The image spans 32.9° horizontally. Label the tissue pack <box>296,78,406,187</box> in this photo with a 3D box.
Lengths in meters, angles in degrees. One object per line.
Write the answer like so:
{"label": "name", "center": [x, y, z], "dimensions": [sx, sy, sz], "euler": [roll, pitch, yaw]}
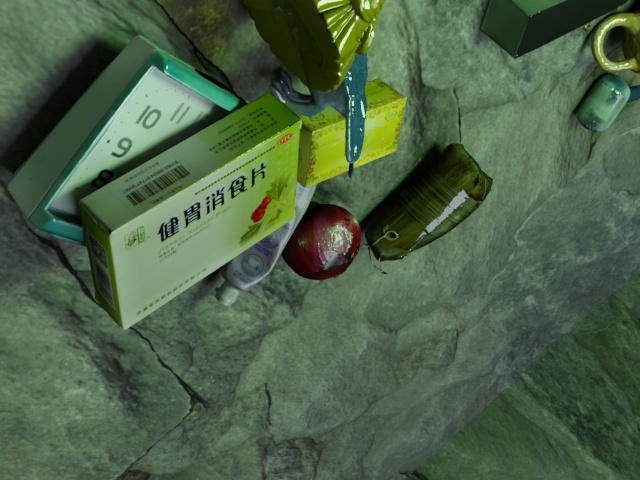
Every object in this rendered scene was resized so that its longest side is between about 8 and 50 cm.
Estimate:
{"label": "tissue pack", "center": [0.032, -0.150, 1.506], "dimensions": [0.176, 0.062, 0.095], "euler": [-24, 140, -35]}

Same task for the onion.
{"label": "onion", "center": [0.000, 0.000, 1.655], "dimensions": [0.131, 0.131, 0.131], "euler": [-33, 154, -19]}

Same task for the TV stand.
{"label": "TV stand", "center": [0.373, -0.373, 1.635], "dimensions": [0.269, 0.083, 0.088], "euler": [-30, 151, -27]}

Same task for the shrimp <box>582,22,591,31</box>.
{"label": "shrimp", "center": [0.412, -0.364, 1.775], "dimensions": [0.083, 0.023, 0.114], "euler": [-39, 150, 0]}

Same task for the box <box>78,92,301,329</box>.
{"label": "box", "center": [-0.139, -0.033, 1.212], "dimensions": [0.260, 0.062, 0.175], "euler": [-33, 151, -27]}

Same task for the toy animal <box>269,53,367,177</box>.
{"label": "toy animal", "center": [0.028, -0.202, 1.327], "dimensions": [0.176, 0.239, 0.255], "euler": [-20, 115, 16]}

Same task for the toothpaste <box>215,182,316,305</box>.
{"label": "toothpaste", "center": [-0.070, -0.031, 1.587], "dimensions": [0.075, 0.048, 0.301], "euler": [22, 109, -33]}

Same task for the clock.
{"label": "clock", "center": [-0.200, -0.101, 1.224], "dimensions": [0.231, 0.116, 0.262], "euler": [-51, 155, 8]}

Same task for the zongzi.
{"label": "zongzi", "center": [0.192, -0.043, 1.885], "dimensions": [0.247, 0.111, 0.241], "euler": [-41, 162, 10]}

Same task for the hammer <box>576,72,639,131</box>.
{"label": "hammer", "center": [0.579, -0.276, 2.112], "dimensions": [0.194, 0.069, 0.116], "euler": [-21, 147, -47]}

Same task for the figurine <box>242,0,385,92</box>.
{"label": "figurine", "center": [0.076, -0.330, 1.200], "dimensions": [0.315, 0.187, 0.168], "euler": [-39, -168, -18]}

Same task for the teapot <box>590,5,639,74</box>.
{"label": "teapot", "center": [0.617, -0.384, 1.896], "dimensions": [0.311, 0.167, 0.203], "euler": [-14, -165, -4]}
